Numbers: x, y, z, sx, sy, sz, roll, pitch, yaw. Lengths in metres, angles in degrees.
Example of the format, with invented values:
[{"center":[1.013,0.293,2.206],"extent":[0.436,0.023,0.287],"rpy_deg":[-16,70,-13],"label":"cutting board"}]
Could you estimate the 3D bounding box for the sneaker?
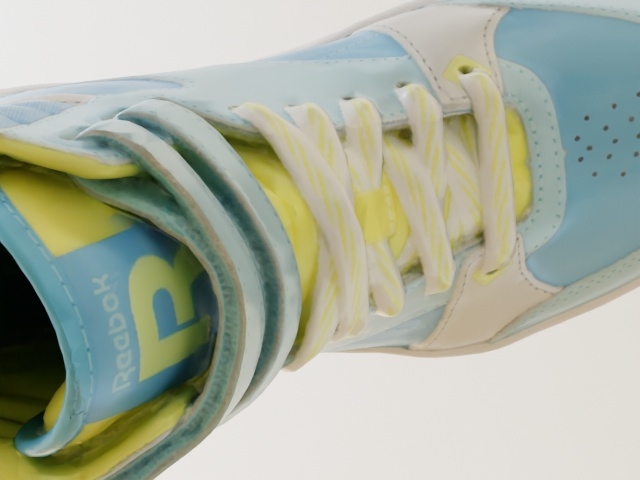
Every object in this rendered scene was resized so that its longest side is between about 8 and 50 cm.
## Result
[{"center":[0.000,0.000,0.566],"extent":[0.319,0.127,0.208],"rpy_deg":[-13,9,0],"label":"sneaker"}]
